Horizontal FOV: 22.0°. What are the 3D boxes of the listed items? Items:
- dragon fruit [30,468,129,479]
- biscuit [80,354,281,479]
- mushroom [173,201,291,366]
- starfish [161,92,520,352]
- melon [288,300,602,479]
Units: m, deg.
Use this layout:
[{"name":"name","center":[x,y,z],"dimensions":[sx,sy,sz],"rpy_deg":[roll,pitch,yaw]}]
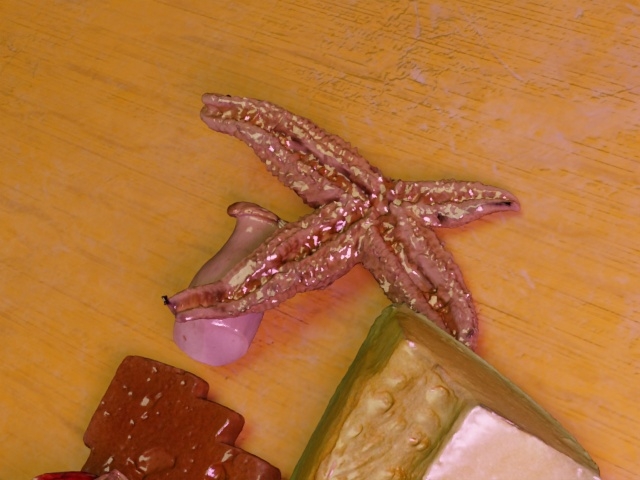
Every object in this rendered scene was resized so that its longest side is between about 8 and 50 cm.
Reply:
[{"name":"dragon fruit","center":[-0.287,0.348,1.713],"dimensions":[0.317,0.152,0.205],"rpy_deg":[-9,86,29]},{"name":"biscuit","center":[-0.175,0.251,1.835],"dimensions":[0.278,0.043,0.301],"rpy_deg":[-25,52,17]},{"name":"mushroom","center":[-0.097,0.049,1.900],"dimensions":[0.097,0.088,0.212],"rpy_deg":[6,54,39]},{"name":"starfish","center":[0.000,0.000,1.843],"dimensions":[0.432,0.082,0.324],"rpy_deg":[19,63,17]},{"name":"melon","center":[0.056,0.264,1.586],"dimensions":[0.331,0.226,0.343],"rpy_deg":[41,100,31]}]
